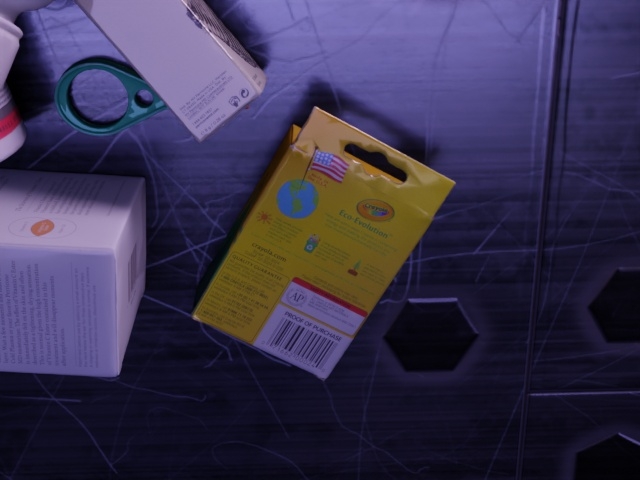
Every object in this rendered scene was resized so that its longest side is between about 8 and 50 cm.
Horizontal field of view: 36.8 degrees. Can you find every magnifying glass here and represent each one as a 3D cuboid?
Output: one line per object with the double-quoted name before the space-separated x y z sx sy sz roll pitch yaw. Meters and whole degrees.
"magnifying glass" -0.201 -0.171 1.148 0.231 0.026 0.092 -1 115 -1

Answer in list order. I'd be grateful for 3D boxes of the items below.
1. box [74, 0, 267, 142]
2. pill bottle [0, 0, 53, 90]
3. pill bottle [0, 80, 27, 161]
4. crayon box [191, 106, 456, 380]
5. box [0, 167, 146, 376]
"box" -0.182 -0.246 1.051 0.094 0.113 0.275 -37 106 12
"pill bottle" -0.309 -0.347 0.866 0.224 0.224 0.392 22 90 -11
"pill bottle" -0.459 -0.223 1.035 0.176 0.176 0.318 -14 115 6
"crayon box" 0.000 0.000 1.200 0.202 0.081 0.318 28 113 -13
"box" -0.393 0.028 1.133 0.345 0.215 0.168 4 116 -2
